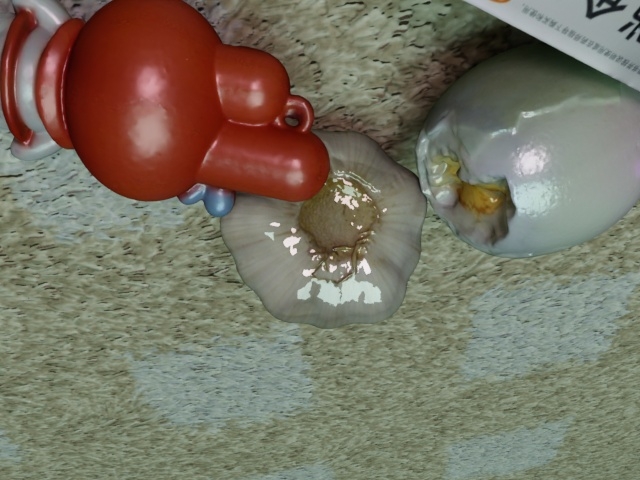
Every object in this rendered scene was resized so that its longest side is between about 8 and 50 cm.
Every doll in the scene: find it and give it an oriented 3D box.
[{"bbox_3d":[-0.130,-0.106,0.482,0.290,0.130,0.161,11,107,-1],"label":"doll"}]

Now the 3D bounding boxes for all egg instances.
[{"bbox_3d":[0.200,-0.086,0.550,0.217,0.183,0.183,-30,142,-17],"label":"egg"}]

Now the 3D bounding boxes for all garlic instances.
[{"bbox_3d":[0.000,0.000,0.647,0.199,0.199,0.226,-1,170,-11],"label":"garlic"}]

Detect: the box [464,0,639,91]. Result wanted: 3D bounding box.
[{"bbox_3d":[0.242,-0.211,0.427,0.332,0.145,0.173,17,131,-22],"label":"box"}]
